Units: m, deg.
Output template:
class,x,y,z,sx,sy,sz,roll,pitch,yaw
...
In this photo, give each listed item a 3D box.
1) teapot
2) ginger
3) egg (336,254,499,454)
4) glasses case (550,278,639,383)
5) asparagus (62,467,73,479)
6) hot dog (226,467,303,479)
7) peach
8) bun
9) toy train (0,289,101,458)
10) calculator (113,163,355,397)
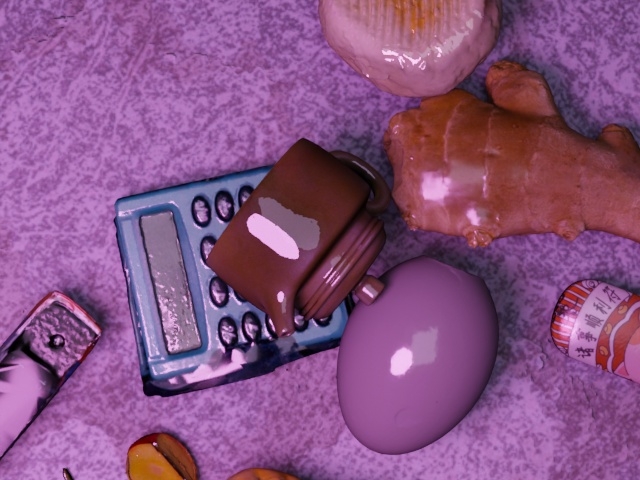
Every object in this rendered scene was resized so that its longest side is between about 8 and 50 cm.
class,x,y,z,sx,sy,sz,roll,pitch,yaw
teapot,0.000,0.000,1.238,0.175,0.185,0.268,39,51,-1
ginger,0.262,-0.090,1.364,0.375,0.166,0.236,9,47,-21
egg,0.108,0.135,1.286,0.176,0.176,0.232,23,94,-1
glasses case,0.409,0.129,1.353,0.266,0.067,0.103,20,90,0
asparagus,-0.273,0.347,1.328,0.016,0.013,0.166,-21,86,-46
hot dog,-0.033,0.455,1.247,0.367,0.196,0.365,31,86,-5
peach,-0.184,0.264,1.321,0.083,0.050,0.077,13,108,8
bun,0.122,-0.276,1.336,0.243,0.153,0.244,-6,70,16
toy train,-0.408,0.235,1.295,0.086,0.089,0.409,39,83,-3
calculator,-0.102,0.042,1.343,0.274,0.058,0.248,-12,86,-5
